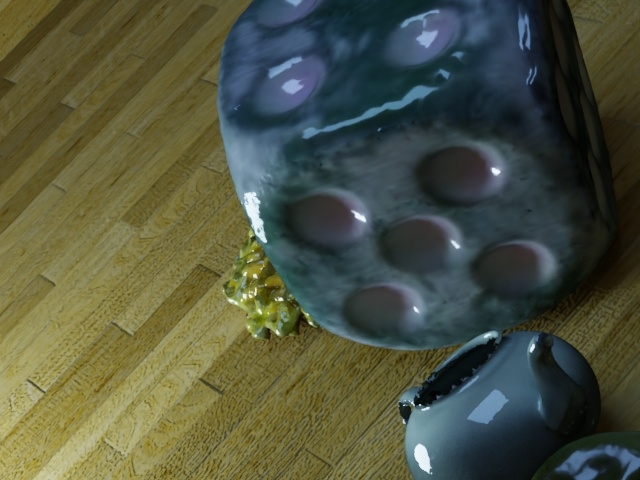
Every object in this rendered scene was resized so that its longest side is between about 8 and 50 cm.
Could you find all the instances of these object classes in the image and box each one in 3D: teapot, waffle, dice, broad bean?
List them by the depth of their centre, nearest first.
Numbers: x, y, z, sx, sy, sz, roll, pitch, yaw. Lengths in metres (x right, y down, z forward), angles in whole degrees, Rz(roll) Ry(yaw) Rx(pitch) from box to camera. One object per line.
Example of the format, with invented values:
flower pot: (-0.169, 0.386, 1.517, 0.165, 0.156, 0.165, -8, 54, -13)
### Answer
broad bean: (0.270, 0.239, 1.579, 0.206, 0.072, 0.153, 22, 93, 44)
teapot: (0.160, 0.160, 1.720, 0.193, 0.129, 0.294, -44, 9, -28)
dice: (0.111, -0.114, 1.929, 0.348, 0.330, 0.328, -19, 41, 18)
waffle: (0.002, 0.002, 2.201, 0.280, 0.060, 0.262, -47, 35, -9)
